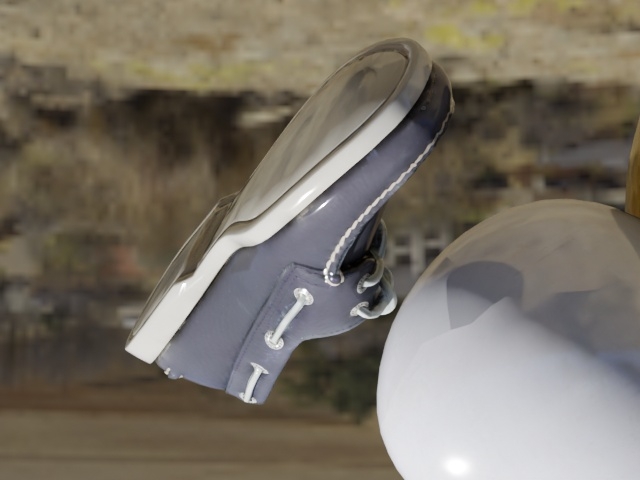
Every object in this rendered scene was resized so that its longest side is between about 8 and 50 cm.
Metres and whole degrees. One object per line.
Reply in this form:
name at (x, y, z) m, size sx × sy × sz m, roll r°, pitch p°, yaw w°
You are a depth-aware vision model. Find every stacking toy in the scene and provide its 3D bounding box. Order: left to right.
stacking toy at (0.240, -0.018, 0.737) m, size 0.480 × 0.350 × 0.350 m, roll -26°, pitch 169°, yaw -18°

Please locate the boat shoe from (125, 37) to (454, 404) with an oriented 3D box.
boat shoe at (0.000, 0.000, 0.702) m, size 0.065 × 0.075 × 0.206 m, roll 34°, pitch 142°, yaw -10°
